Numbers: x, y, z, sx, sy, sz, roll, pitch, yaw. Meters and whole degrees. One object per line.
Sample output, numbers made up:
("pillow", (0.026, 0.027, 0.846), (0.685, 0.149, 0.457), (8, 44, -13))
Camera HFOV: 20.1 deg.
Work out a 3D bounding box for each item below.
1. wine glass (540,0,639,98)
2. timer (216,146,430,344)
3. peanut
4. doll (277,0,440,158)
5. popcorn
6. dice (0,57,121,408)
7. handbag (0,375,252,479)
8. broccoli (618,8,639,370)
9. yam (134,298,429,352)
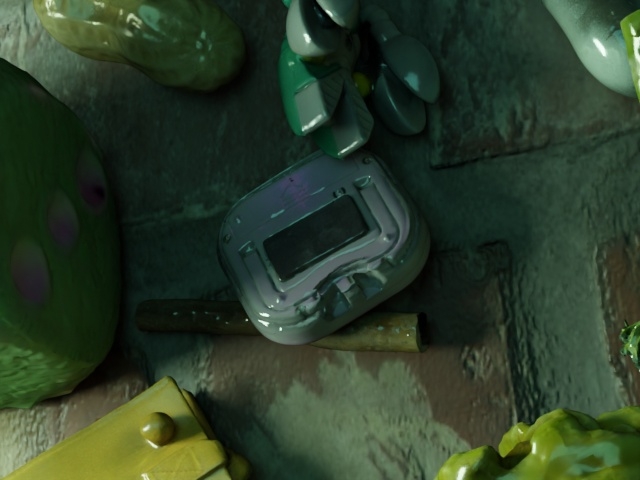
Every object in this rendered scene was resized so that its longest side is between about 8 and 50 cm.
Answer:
("wine glass", (0.318, -0.193, 1.814), (0.103, 0.103, 0.222), (-39, 65, 6))
("timer", (0.000, 0.000, 1.870), (0.208, 0.069, 0.191), (-31, 52, -1))
("peanut", (-0.211, -0.242, 2.021), (0.274, 0.125, 0.111), (18, 83, 25))
("doll", (0.015, -0.215, 1.889), (0.153, 0.195, 0.258), (-37, 67, 34))
("popcorn", (0.249, 0.261, 1.637), (0.250, 0.235, 0.241), (-11, 69, -25))
("dice", (-0.412, -0.001, 1.911), (0.318, 0.322, 0.330), (-12, 67, 18))
("handbag", (-0.164, 0.342, 1.785), (0.283, 0.133, 0.401), (-32, 51, -2))
("broccoli", (0.379, -0.042, 1.642), (0.252, 0.221, 0.361), (9, 105, 56))
("yam", (-0.044, 0.088, 1.895), (0.327, 0.045, 0.045), (2, 40, 24))
